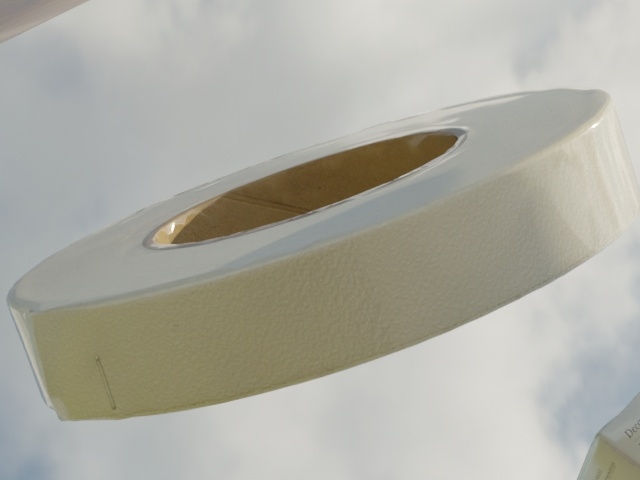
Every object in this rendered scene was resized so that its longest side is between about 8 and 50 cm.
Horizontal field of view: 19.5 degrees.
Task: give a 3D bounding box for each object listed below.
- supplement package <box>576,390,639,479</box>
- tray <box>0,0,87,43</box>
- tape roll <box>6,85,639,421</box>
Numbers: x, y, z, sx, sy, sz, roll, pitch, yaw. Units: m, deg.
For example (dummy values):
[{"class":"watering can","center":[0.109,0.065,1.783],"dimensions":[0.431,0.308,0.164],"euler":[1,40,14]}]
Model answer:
[{"class":"supplement package","center":[0.248,0.111,0.942],"dimensions":[0.145,0.262,0.204],"euler":[38,-31,20]},{"class":"tray","center":[-0.211,-0.178,1.175],"dimensions":[0.076,0.411,0.203],"euler":[58,-32,1]},{"class":"tape roll","center":[0.000,0.000,1.129],"dimensions":[0.392,0.392,0.072],"euler":[-16,-80,11]}]
